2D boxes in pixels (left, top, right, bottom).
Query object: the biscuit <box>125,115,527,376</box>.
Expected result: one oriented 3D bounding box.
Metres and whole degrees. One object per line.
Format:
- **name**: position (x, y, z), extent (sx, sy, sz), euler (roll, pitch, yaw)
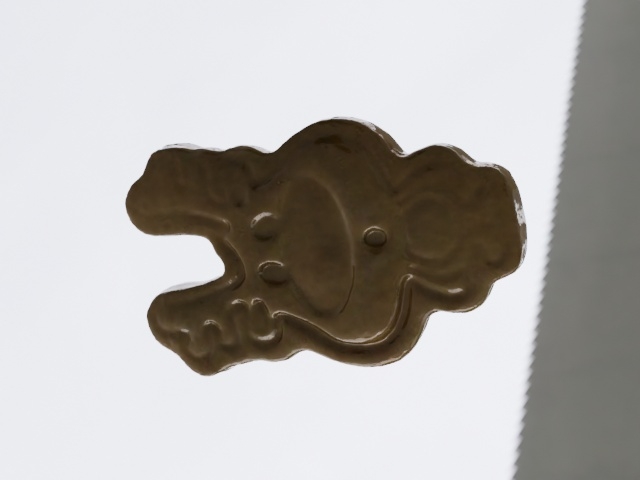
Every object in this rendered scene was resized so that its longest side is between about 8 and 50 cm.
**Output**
- **biscuit**: position (0.002, 0.003, 1.121), extent (0.236, 0.040, 0.144), euler (-7, -79, 23)
